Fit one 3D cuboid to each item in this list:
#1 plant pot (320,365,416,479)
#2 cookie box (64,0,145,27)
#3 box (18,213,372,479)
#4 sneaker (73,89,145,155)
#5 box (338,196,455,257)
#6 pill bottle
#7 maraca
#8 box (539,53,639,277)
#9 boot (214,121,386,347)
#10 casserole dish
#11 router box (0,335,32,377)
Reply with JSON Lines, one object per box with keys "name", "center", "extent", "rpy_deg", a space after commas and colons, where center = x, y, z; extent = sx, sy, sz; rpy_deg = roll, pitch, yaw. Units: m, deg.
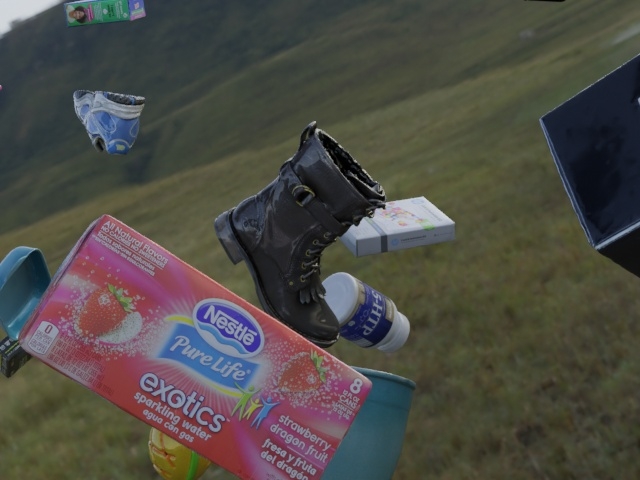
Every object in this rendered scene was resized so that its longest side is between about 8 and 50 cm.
{"name": "plant pot", "center": [0.013, 0.354, 1.903], "extent": [0.271, 0.255, 0.272], "rpy_deg": [7, -14, 2]}
{"name": "cookie box", "center": [-0.348, -0.373, 1.814], "extent": [0.107, 0.040, 0.092], "rpy_deg": [-5, 15, 9]}
{"name": "box", "center": [-0.104, 0.097, 0.906], "extent": [0.123, 0.256, 0.128], "rpy_deg": [-59, 12, -9]}
{"name": "sneaker", "center": [-0.297, -0.161, 1.534], "extent": [0.080, 0.081, 0.211], "rpy_deg": [6, 4, -20]}
{"name": "box", "center": [0.126, -0.026, 1.989], "extent": [0.186, 0.038, 0.145], "rpy_deg": [-8, 24, -16]}
{"name": "pill bottle", "center": [0.084, 0.147, 2.169], "extent": [0.112, 0.112, 0.186], "rpy_deg": [-25, -40, 35]}
{"name": "maraca", "center": [-0.201, 0.290, 1.670], "extent": [0.099, 0.127, 0.186], "rpy_deg": [-1, -45, -26]}
{"name": "box", "center": [0.719, -0.141, 1.899], "extent": [0.480, 0.297, 0.471], "rpy_deg": [-33, -37, 27]}
{"name": "boot", "center": [0.000, 0.000, 1.494], "extent": [0.229, 0.263, 0.091], "rpy_deg": [-35, 9, 30]}
{"name": "casserole dish", "center": [-0.468, 0.078, 1.729], "extent": [0.114, 0.037, 0.188], "rpy_deg": [-57, -15, -28]}
{"name": "router box", "center": [-0.534, 0.188, 1.992], "extent": [0.092, 0.038, 0.122], "rpy_deg": [-44, -5, -26]}
